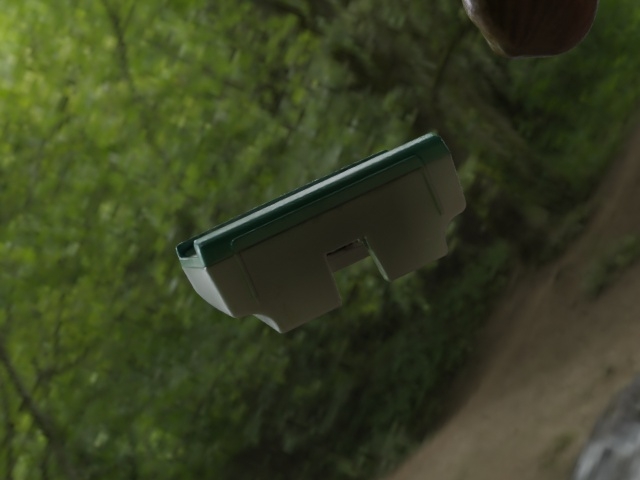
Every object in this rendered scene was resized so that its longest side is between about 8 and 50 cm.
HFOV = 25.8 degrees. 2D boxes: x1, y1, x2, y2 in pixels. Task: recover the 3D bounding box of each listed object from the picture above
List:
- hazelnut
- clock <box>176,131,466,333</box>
[{"bbox_3d":[0.288,-0.360,1.989,0.186,0.210,0.210,-117,45,-61],"label":"hazelnut"},{"bbox_3d":[0.000,0.000,1.401,0.262,0.116,0.231,-24,4,-11],"label":"clock"}]
